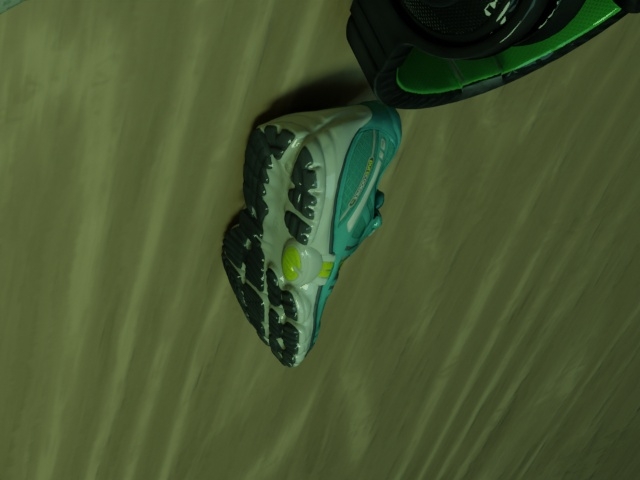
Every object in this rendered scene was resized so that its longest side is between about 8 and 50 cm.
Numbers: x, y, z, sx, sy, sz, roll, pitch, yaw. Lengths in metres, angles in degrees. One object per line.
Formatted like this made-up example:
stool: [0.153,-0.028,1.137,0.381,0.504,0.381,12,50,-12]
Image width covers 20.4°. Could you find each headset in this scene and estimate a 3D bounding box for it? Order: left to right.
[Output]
headset: [0.144,-0.222,1.116,0.243,0.185,0.394,-20,166,-24]

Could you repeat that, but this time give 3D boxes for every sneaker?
sneaker: [0.000,0.000,1.344,0.110,0.107,0.275,-24,153,-29]

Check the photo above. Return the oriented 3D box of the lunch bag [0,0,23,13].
lunch bag: [-0.150,-0.196,0.723,0.305,0.256,0.212,-20,151,-17]
